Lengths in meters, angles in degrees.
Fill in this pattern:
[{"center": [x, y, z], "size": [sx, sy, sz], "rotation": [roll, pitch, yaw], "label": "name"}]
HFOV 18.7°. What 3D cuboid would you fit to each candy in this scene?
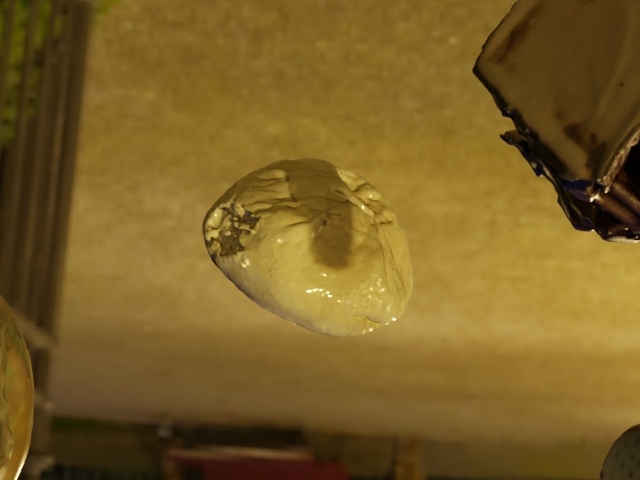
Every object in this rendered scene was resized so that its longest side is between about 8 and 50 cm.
[{"center": [0.231, 0.176, 1.352], "size": [0.043, 0.103, 0.103], "rotation": [14, 167, -21], "label": "candy"}]

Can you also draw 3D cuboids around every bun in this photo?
[{"center": [0.000, 0.000, 1.903], "size": [0.220, 0.134, 0.220], "rotation": [27, -161, -10], "label": "bun"}]

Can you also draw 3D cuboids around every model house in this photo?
[{"center": [0.342, -0.140, 1.966], "size": [0.282, 0.297, 0.317], "rotation": [45, -175, -44], "label": "model house"}]

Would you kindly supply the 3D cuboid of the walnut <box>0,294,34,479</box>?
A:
[{"center": [-0.359, 0.130, 1.506], "size": [0.253, 0.277, 0.282], "rotation": [-20, -157, -37], "label": "walnut"}]
